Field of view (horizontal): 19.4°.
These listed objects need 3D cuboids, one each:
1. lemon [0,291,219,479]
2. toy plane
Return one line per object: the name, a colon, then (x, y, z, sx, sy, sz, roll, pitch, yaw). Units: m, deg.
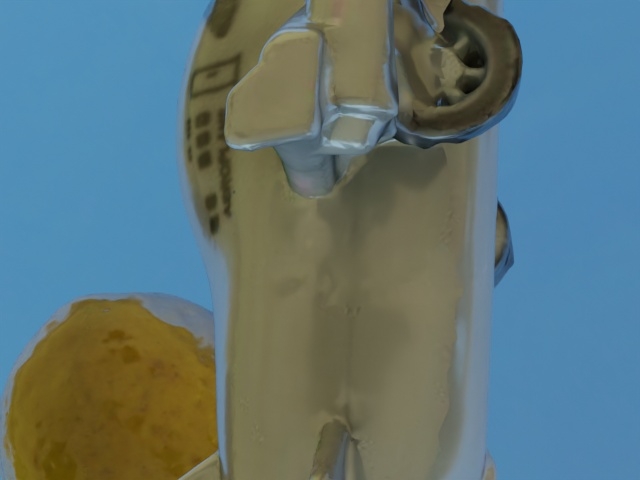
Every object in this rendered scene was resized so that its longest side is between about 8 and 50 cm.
lemon: (-0.078, 0.123, 0.996, 0.170, 0.170, 0.207, -40, -98, -1)
toy plane: (0.003, 0.000, 0.402, 0.080, 0.174, 0.174, 6, -114, 7)
